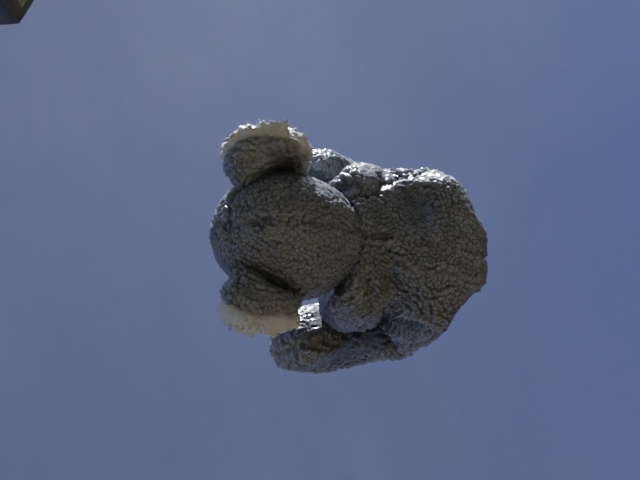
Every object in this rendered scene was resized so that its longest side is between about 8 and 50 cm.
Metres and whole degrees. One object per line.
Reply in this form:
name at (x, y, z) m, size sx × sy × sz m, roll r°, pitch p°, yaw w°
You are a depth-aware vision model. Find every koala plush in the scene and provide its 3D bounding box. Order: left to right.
koala plush at (0.000, 0.000, 1.493) m, size 0.221 × 0.203 × 0.196 m, roll 16°, pitch -105°, yaw -46°

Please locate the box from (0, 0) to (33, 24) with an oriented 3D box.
box at (-0.234, -0.304, 1.369) m, size 0.183 × 0.059 × 0.233 m, roll 59°, pitch -135°, yaw -45°
